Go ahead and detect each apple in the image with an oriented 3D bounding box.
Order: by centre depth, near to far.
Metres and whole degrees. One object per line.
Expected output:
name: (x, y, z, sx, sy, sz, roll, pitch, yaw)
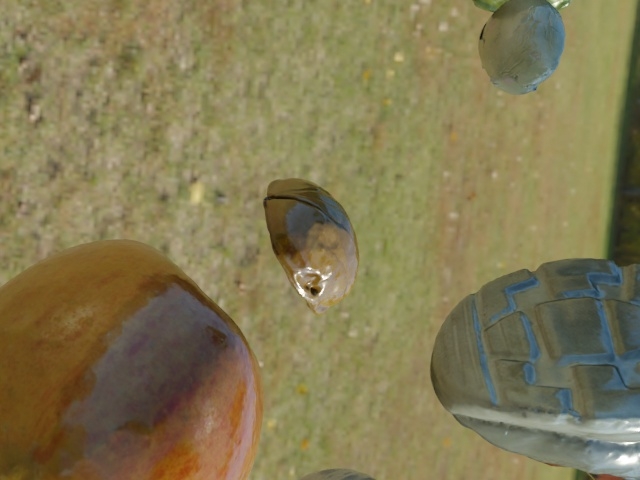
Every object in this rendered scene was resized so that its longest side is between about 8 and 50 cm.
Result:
apple: (-0.184, 0.140, 1.068, 0.275, 0.299, 0.299, -51, 153, -19)

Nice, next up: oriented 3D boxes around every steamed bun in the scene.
steamed bun: (0.256, -0.259, 1.544, 0.112, 0.091, 0.130, -39, -149, 48)

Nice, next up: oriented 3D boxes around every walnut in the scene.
walnut: (0.003, 0.000, 1.567, 0.211, 0.087, 0.167, 58, 20, -50)

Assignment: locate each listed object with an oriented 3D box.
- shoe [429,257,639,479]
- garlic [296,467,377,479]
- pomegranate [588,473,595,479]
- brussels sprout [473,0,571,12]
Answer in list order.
shoe: (0.149, 0.087, 0.520, 0.099, 0.227, 0.125, -89, -169, -51)
garlic: (0.056, 0.266, 0.865, 0.229, 0.143, 0.178, 60, 30, 5)
pomegranate: (0.363, 0.182, 1.278, 0.209, 0.209, 0.209, 7, 90, -75)
brussels sprout: (0.232, -0.484, 1.651, 0.371, 0.276, 0.315, 27, 47, -49)
